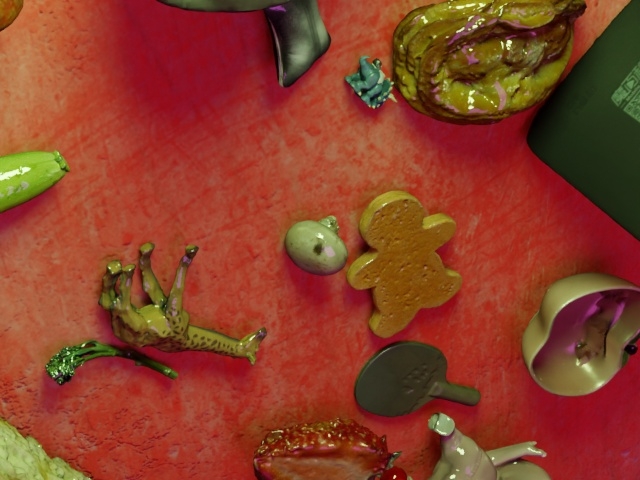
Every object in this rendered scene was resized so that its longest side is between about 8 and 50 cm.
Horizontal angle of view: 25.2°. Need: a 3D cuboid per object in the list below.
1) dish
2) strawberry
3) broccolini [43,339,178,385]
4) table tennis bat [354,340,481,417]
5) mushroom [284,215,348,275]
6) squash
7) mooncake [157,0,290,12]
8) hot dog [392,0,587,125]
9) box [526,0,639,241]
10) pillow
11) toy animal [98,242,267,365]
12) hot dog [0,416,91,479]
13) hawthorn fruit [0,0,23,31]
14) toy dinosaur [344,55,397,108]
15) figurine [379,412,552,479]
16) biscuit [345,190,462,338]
[{"bbox_3d":[0.381,0.126,2.131,0.213,0.090,0.213,-15,130,-19],"label":"dish"},{"bbox_3d":[-0.018,0.324,2.033,0.228,0.098,0.174,5,121,-31],"label":"strawberry"},{"bbox_3d":[-0.256,0.152,1.785,0.194,0.054,0.052,5,103,-37],"label":"broccolini"},{"bbox_3d":[0.147,0.212,2.103,0.234,0.022,0.131,19,112,-38],"label":"table tennis bat"},{"bbox_3d":[0.000,0.000,1.810,0.079,0.085,0.085,-62,143,-27],"label":"mushroom"},{"bbox_3d":[-0.365,-0.050,1.535,0.201,0.066,0.066,-22,133,-16],"label":"squash"},{"bbox_3d":[-0.086,-0.326,1.365,0.245,0.245,0.133,-17,132,-20],"label":"mooncake"},{"bbox_3d":[0.220,-0.233,1.723,0.259,0.114,0.175,-18,133,-18],"label":"hot dog"},{"bbox_3d":[0.433,-0.160,1.796,0.290,0.289,0.073,-51,138,9],"label":"box"},{"bbox_3d":[-0.027,-0.244,1.600,0.091,0.055,0.135,-26,136,-15],"label":"pillow"},{"bbox_3d":[-0.174,0.097,1.782,0.149,0.054,0.275,-39,133,-4],"label":"toy animal"},{"bbox_3d":[-0.468,0.412,1.758,0.365,0.196,0.367,-39,133,5],"label":"hot dog"},{"bbox_3d":[-0.371,-0.260,1.308,0.203,0.162,0.162,5,122,-23],"label":"hawthorn fruit"},{"bbox_3d":[0.061,-0.190,1.716,0.047,0.030,0.083,-41,136,1],"label":"toy dinosaur"},{"bbox_3d":[0.240,0.375,2.219,0.287,0.186,0.176,27,75,-24],"label":"figurine"},{"bbox_3d":[0.107,0.020,1.912,0.165,0.036,0.250,-32,139,-8],"label":"biscuit"}]
